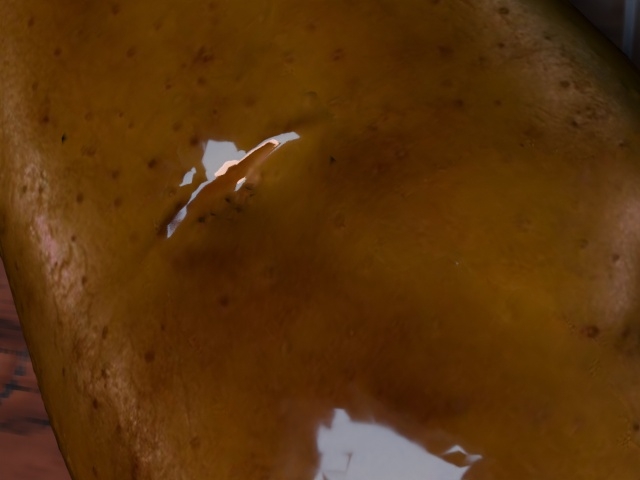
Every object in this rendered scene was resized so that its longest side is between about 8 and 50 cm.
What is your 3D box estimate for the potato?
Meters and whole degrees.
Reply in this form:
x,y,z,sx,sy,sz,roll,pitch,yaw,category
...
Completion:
x,y,z,sx,sy,sz,roll,pitch,yaw,category
0.000,0.000,0.491,0.369,0.176,0.195,59,143,20,potato
